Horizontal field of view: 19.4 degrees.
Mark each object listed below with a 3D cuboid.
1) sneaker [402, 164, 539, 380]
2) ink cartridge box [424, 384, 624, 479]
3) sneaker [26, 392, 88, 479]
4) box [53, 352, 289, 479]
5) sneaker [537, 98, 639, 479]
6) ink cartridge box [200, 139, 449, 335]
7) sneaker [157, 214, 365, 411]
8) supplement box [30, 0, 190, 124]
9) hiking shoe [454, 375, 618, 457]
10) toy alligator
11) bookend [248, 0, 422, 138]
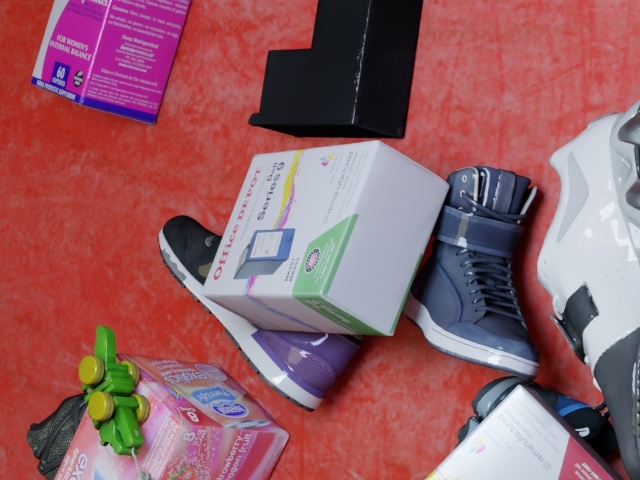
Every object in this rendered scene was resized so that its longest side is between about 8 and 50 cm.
[{"bbox_3d":[0.150,0.022,1.648,0.163,0.086,0.226,-68,23,8],"label":"sneaker"},{"bbox_3d":[0.150,0.224,1.520,0.175,0.072,0.127,-46,73,6],"label":"ink cartridge box"},{"bbox_3d":[-0.272,0.273,2.069,0.130,0.087,0.227,8,85,48],"label":"sneaker"},{"bbox_3d":[-0.182,0.281,1.923,0.142,0.154,0.300,40,110,43],"label":"box"},{"bbox_3d":[0.251,0.056,1.554,0.146,0.122,0.330,-21,60,45],"label":"sneaker"},{"bbox_3d":[0.000,0.000,1.720,0.212,0.093,0.154,-2,63,58],"label":"ink cartridge box"},{"bbox_3d":[-0.050,0.042,1.893,0.124,0.107,0.283,-50,53,8],"label":"sneaker"},{"bbox_3d":[-0.226,-0.257,2.107,0.111,0.114,0.220,23,97,47],"label":"supplement box"},{"bbox_3d":[0.165,0.270,1.595,0.132,0.113,0.304,11,90,47],"label":"hiking shoe"},{"bbox_3d":[-0.200,0.173,1.812,0.051,0.056,0.190,-38,58,34],"label":"toy alligator"},{"bbox_3d":[0.015,-0.184,1.871,0.157,0.072,0.156,3,83,47],"label":"bookend"}]
